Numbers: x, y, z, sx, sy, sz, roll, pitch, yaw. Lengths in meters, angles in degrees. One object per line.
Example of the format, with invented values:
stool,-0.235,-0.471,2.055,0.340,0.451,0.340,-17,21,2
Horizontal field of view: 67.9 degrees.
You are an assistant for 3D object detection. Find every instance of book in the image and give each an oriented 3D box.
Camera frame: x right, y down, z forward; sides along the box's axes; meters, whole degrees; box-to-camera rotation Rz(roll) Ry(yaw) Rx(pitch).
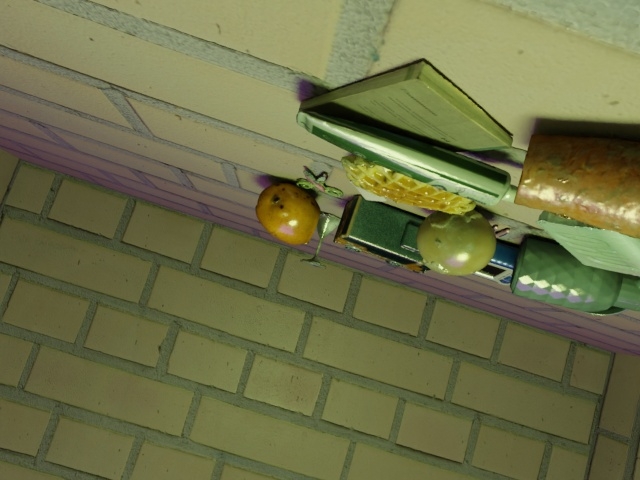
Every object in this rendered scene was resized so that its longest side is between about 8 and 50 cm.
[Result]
book,0.119,-0.181,0.738,0.214,0.025,0.282,22,172,-36

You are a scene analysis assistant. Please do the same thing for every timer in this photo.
timer,0.496,0.057,1.357,0.178,0.078,0.253,19,171,8

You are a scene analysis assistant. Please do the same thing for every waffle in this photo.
waffle,0.174,-0.109,0.943,0.261,0.056,0.250,15,176,30

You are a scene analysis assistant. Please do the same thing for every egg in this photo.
egg,0.306,-0.002,1.090,0.164,0.165,0.201,22,177,-26

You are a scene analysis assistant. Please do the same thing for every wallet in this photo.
wallet,0.115,-0.123,1.135,0.061,0.025,0.122,16,172,27

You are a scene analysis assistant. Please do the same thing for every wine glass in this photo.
wine glass,0.000,0.000,1.663,0.122,0.183,0.122,17,174,2

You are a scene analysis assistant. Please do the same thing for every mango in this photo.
mango,-0.096,-0.084,1.412,0.190,0.160,0.290,25,-177,-1

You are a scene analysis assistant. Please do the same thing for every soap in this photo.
soap,0.487,-0.016,0.810,0.261,0.094,0.150,24,169,-40

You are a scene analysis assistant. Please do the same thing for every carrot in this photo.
carrot,0.402,-0.060,0.581,0.301,0.139,0.138,20,174,22

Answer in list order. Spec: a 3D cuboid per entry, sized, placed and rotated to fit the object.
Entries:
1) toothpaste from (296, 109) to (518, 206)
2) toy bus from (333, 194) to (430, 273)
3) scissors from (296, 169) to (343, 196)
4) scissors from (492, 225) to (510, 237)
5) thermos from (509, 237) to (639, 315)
toothpaste,0.148,-0.130,0.751,0.391,0.061,0.099,20,180,-3
toy bus,0.192,-0.014,1.323,0.275,0.139,0.167,21,170,-5
scissors,-0.007,-0.149,1.240,0.133,0.020,0.187,14,173,6
scissors,0.439,-0.018,1.188,0.039,0.012,0.113,17,172,8
thermos,0.606,0.103,1.125,0.286,0.145,0.182,16,145,18
